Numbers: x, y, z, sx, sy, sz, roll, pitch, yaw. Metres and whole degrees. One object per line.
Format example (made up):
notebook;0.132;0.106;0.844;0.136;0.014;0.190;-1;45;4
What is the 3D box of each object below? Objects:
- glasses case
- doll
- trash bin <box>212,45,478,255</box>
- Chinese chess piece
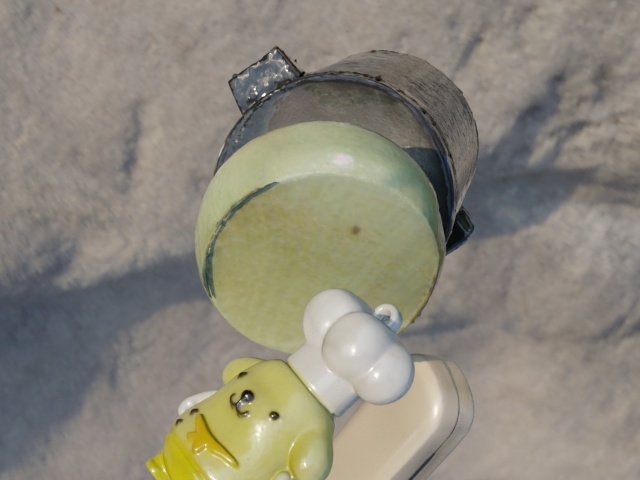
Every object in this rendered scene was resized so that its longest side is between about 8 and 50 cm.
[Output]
glasses case;0.059;0.178;1.273;0.050;0.083;0.196;8;134;-36
doll;-0.019;0.091;0.806;0.162;0.106;0.062;-40;136;-5
trash bin;0.035;-0.067;1.341;0.203;0.301;0.252;-34;93;16
Chinese chess piece;0.000;0.000;1.105;0.188;0.083;0.188;-1;128;-1
